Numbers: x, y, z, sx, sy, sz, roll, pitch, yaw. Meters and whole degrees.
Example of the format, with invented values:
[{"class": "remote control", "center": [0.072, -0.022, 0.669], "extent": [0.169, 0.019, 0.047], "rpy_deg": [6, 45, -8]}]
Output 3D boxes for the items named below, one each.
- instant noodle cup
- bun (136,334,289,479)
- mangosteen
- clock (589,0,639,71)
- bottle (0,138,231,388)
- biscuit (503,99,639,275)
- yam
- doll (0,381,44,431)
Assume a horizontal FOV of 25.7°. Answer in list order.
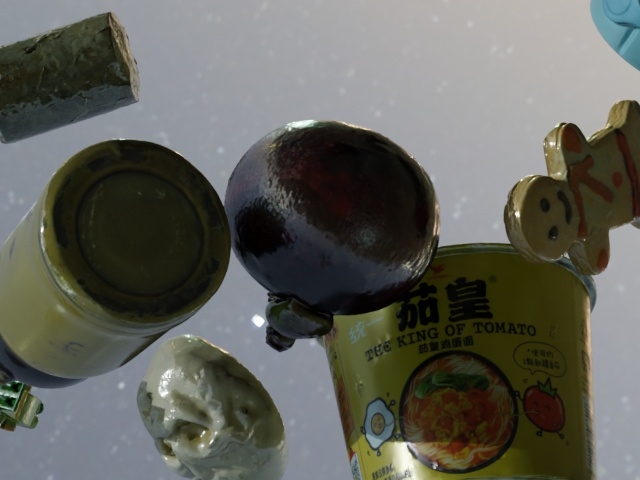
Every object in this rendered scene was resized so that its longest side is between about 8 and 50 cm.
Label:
[{"class": "instant noodle cup", "center": [0.159, 0.186, 1.519], "extent": [0.325, 0.325, 0.254], "rpy_deg": [21, -127, -39]}, {"class": "bun", "center": [-0.146, 0.234, 1.774], "extent": [0.231, 0.231, 0.133], "rpy_deg": [44, -120, 13]}, {"class": "mangosteen", "center": [0.006, -0.009, 1.334], "extent": [0.216, 0.216, 0.216], "rpy_deg": [33, -159, -15]}, {"class": "clock", "center": [0.392, -0.248, 1.529], "extent": [0.223, 0.094, 0.274], "rpy_deg": [19, -141, -13]}, {"class": "bottle", "center": [-0.225, 0.042, 1.318], "extent": [0.171, 0.351, 0.172], "rpy_deg": [9, -111, -24]}, {"class": "biscuit", "center": [0.260, -0.044, 1.362], "extent": [0.234, 0.030, 0.153], "rpy_deg": [-22, -80, -41]}, {"class": "yam", "center": [-0.420, -0.258, 2.229], "extent": [0.161, 0.268, 0.161], "rpy_deg": [161, 90, -81]}, {"class": "doll", "center": [-0.412, 0.193, 1.756], "extent": [0.134, 0.106, 0.186], "rpy_deg": [15, 164, 8]}]
